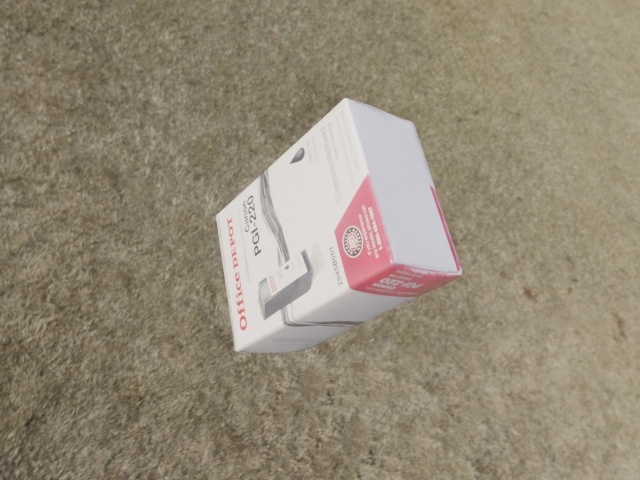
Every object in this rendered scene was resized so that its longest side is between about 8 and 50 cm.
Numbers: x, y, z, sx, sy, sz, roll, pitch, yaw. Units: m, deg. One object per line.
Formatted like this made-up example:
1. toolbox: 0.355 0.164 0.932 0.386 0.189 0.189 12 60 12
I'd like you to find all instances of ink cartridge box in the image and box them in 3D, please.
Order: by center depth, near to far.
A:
1. ink cartridge box: 0.000 0.000 0.486 0.092 0.218 0.158 8 59 -39
